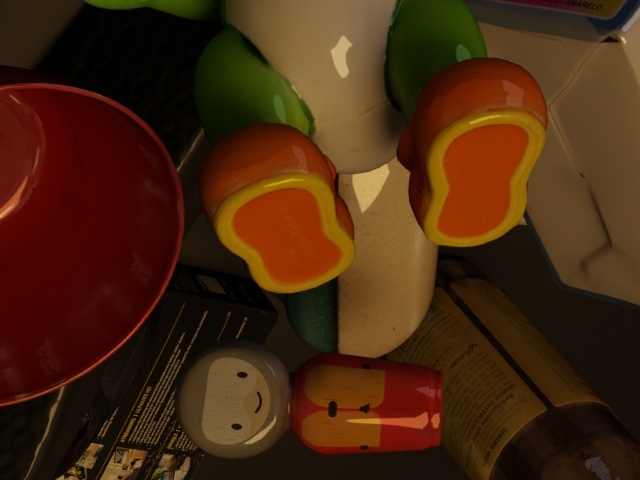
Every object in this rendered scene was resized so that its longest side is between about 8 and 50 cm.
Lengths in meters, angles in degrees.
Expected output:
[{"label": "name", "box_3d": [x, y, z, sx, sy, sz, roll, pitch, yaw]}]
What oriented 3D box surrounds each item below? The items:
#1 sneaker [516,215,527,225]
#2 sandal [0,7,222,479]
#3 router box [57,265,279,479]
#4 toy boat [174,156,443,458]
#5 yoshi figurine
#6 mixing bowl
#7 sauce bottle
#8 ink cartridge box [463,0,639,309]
[{"label": "sneaker", "box_3d": [0.168, -0.083, 1.241, 0.083, 0.071, 0.190, -6, 124, -20]}, {"label": "sandal", "box_3d": [-0.157, 0.050, 1.054, 0.445, 0.167, 0.107, -54, 144, 4]}, {"label": "router box", "box_3d": [-0.126, 0.101, 1.209, 0.133, 0.046, 0.179, 14, 113, -36]}, {"label": "toy boat", "box_3d": [0.000, 0.000, 1.056, 0.148, 0.318, 0.267, 2, 134, 2]}, {"label": "yoshi figurine", "box_3d": [-0.009, -0.171, 0.869, 0.204, 0.362, 0.203, 16, 135, -34]}, {"label": "mixing bowl", "box_3d": [-0.168, -0.018, 0.861, 0.181, 0.098, 0.181, -15, 128, -21]}, {"label": "sauce bottle", "box_3d": [0.153, 0.146, 1.204, 0.111, 0.344, 0.111, -15, 129, -19]}, {"label": "ink cartridge box", "box_3d": [0.270, -0.177, 1.118, 0.395, 0.151, 0.270, -50, 135, -21]}]
